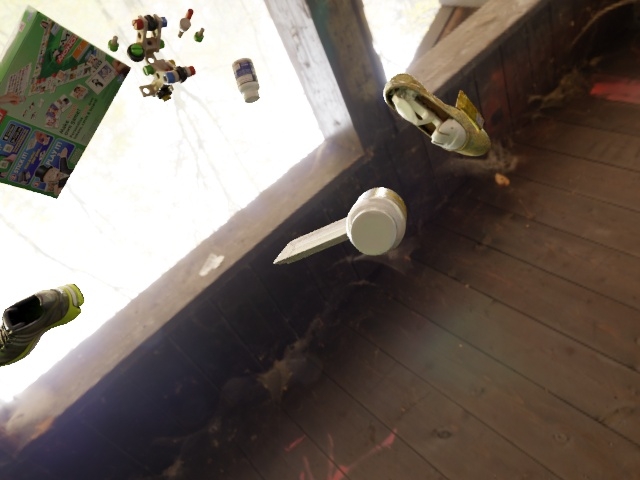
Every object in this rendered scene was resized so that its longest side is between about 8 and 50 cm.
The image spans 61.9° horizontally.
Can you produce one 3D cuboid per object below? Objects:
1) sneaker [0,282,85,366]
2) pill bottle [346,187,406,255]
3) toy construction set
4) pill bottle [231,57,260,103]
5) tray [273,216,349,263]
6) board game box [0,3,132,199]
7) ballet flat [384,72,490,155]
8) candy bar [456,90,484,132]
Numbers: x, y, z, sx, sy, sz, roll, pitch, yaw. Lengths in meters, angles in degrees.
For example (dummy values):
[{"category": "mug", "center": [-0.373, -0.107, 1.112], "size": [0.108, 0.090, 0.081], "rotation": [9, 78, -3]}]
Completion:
[{"category": "sneaker", "center": [-0.702, 0.195, 1.240], "size": [0.300, 0.121, 0.111], "rotation": [-38, -106, 8]}, {"category": "pill bottle", "center": [0.115, -0.037, 1.081], "size": [0.117, 0.118, 0.208], "rotation": [-17, -171, 13]}, {"category": "toy construction set", "center": [-0.540, -0.627, 1.828], "size": [0.237, 0.257, 0.309], "rotation": [-30, -155, 56]}, {"category": "pill bottle", "center": [-0.215, -0.468, 1.568], "size": [0.067, 0.067, 0.120], "rotation": [-18, -98, 12]}, {"category": "tray", "center": [0.000, 0.000, 1.531], "size": [0.270, 0.030, 0.145], "rotation": [-23, -163, 27]}, {"category": "board game box", "center": [-0.527, -0.247, 1.018], "size": [0.046, 0.213, 0.317], "rotation": [36, -84, 29]}, {"category": "ballet flat", "center": [0.321, -0.340, 1.515], "size": [0.348, 0.123, 0.123], "rotation": [40, -113, 4]}, {"category": "candy bar", "center": [0.354, -0.299, 1.255], "size": [0.018, 0.161, 0.040], "rotation": [9, -97, 35]}]
